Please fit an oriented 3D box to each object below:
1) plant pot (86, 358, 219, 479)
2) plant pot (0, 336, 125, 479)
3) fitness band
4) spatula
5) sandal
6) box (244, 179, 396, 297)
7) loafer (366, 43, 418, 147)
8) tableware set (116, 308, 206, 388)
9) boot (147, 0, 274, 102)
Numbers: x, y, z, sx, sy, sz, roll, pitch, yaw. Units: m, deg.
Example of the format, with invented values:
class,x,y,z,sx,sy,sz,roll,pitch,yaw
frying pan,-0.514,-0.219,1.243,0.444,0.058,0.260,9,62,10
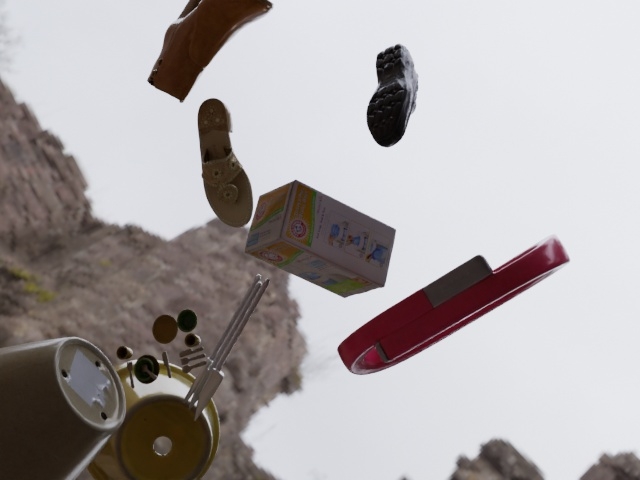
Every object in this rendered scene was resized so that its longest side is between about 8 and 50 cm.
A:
class,x,y,z,sx,sy,sz,roll,pitch,yaw
plant pot,-0.289,0.338,2.078,0.254,0.254,0.239,62,-14,-6
plant pot,-0.387,0.235,1.497,0.274,0.256,0.256,-31,-88,21
fitness band,0.154,0.078,1.396,0.291,0.209,0.054,-31,-102,16
spatula,-0.144,0.162,1.873,0.019,0.242,0.168,31,-4,-8
sandal,-0.185,-0.141,2.113,0.088,0.079,0.240,-16,-102,17
box,0.000,0.000,1.889,0.203,0.103,0.114,26,-25,-28
loafer,0.121,-0.219,1.878,0.076,0.223,0.078,-22,-53,27
tableware set,-0.259,0.172,1.940,0.154,0.024,0.104,-19,-105,21
boot,-0.200,-0.340,2.116,0.104,0.211,0.295,28,-6,-29
